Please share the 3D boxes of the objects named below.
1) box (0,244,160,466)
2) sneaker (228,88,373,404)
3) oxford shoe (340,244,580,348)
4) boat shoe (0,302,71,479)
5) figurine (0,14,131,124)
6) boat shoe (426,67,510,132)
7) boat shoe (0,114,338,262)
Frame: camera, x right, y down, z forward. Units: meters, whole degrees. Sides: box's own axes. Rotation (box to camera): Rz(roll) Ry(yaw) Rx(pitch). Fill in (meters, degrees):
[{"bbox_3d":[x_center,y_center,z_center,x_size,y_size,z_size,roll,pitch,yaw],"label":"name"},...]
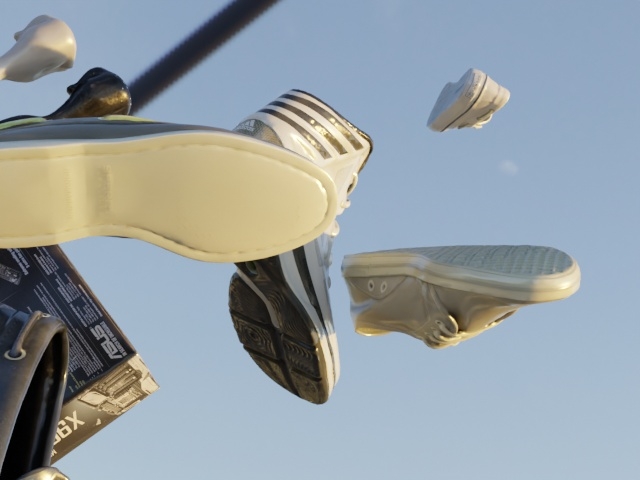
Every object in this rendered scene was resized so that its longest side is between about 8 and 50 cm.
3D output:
[{"bbox_3d":[-0.329,0.081,1.272,0.307,0.242,0.076,48,-12,28],"label":"box"},{"bbox_3d":[0.001,0.000,1.885,0.169,0.257,0.447,21,-40,38],"label":"sneaker"},{"bbox_3d":[0.171,0.072,1.775,0.169,0.130,0.449,-4,0,-29],"label":"oxford shoe"},{"bbox_3d":[-0.228,0.216,0.927,0.156,0.500,0.186,0,-50,-10],"label":"boat shoe"},{"bbox_3d":[-0.431,-0.226,2.121,0.215,0.209,0.092,45,-40,17],"label":"figurine"},{"bbox_3d":[0.221,-0.196,2.133,0.076,0.083,0.226,25,-7,-7],"label":"boat shoe"},{"bbox_3d":[-0.140,-0.048,1.113,0.305,0.109,0.091,1,22,-11],"label":"boat shoe"}]
